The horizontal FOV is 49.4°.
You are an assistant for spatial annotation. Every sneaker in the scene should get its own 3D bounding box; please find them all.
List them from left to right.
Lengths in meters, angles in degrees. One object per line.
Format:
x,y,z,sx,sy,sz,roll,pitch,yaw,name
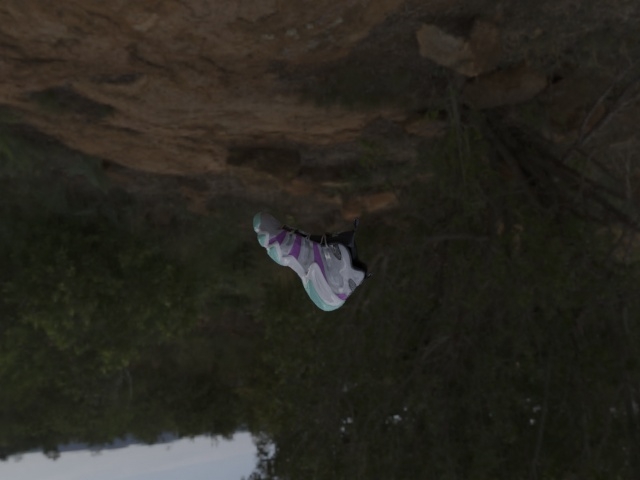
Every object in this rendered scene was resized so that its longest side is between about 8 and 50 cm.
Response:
0.000,0.000,0.541,0.069,0.098,0.038,-42,-173,19,sneaker
